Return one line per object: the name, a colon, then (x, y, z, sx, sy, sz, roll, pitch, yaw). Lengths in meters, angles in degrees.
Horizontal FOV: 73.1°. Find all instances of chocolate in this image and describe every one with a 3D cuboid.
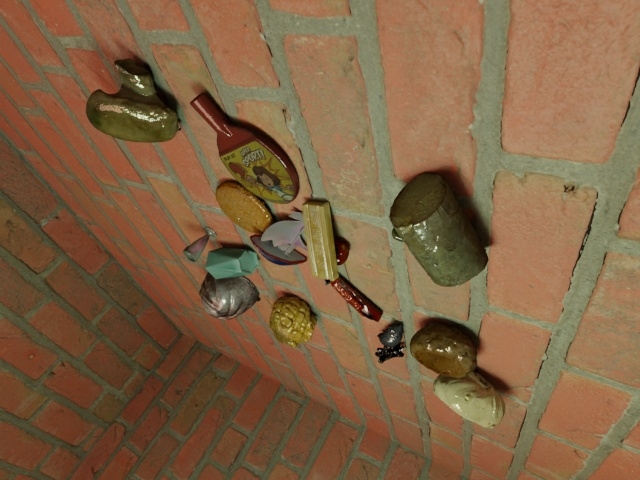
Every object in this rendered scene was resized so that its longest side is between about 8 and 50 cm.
chocolate: (-0.483, 0.283, 2.164, 0.303, 0.213, 0.303, 26, 149, 17)

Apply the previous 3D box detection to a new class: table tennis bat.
table tennis bat: (-0.223, -0.263, 1.296, 0.268, 0.051, 0.415, -6, 134, 49)

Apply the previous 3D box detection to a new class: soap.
soap: (-0.001, 0.000, 1.355, 0.092, 0.037, 0.252, 8, 115, 39)

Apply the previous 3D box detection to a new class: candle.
candle: (0.116, 0.204, 1.610, 0.301, 0.059, 0.084, 43, 137, -18)

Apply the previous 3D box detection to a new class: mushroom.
mushroom: (-0.571, -0.381, 1.334, 0.217, 0.212, 0.292, 47, 142, -6)

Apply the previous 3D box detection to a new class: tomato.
tomato: (0.053, 0.040, 1.417, 0.087, 0.087, 0.075, 22, 177, 21)

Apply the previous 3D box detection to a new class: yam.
yam: (0.284, -0.013, 1.040, 0.161, 0.161, 0.268, -4, 135, 47)

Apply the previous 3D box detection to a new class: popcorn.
popcorn: (-0.129, 0.372, 1.974, 0.250, 0.190, 0.250, 35, 150, 24)

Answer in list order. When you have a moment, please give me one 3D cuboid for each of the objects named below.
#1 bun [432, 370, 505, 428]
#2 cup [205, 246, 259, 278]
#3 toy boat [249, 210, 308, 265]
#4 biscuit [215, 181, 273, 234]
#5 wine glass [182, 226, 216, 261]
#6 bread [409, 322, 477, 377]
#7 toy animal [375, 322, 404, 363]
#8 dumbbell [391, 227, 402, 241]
bun: (0.548, 0.560, 1.580, 0.259, 0.160, 0.259, 32, 175, 3)
cup: (-0.377, 0.093, 1.883, 0.235, 0.148, 0.134, -6, 163, 43)
toy boat: (-0.146, -0.005, 1.535, 0.218, 0.072, 0.318, 9, 147, 4)
biscuit: (-0.275, -0.115, 1.565, 0.253, 0.035, 0.254, 26, 150, 16)
wine glass: (-0.523, 0.014, 1.874, 0.073, 0.155, 0.073, 24, 149, 16)
bread: (0.425, 0.370, 1.476, 0.229, 0.123, 0.230, 20, 145, 15)
toy animal: (0.278, 0.371, 1.690, 0.117, 0.120, 0.210, -113, 22, -48)
dumbbell: (0.230, -0.041, 1.158, 0.052, 0.046, 0.118, 26, 149, 5)
